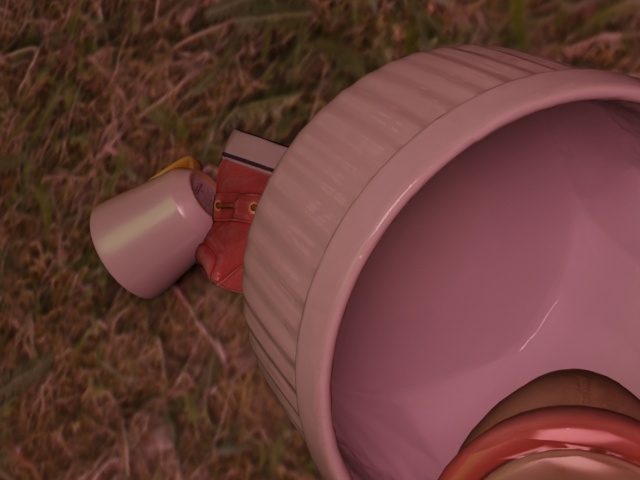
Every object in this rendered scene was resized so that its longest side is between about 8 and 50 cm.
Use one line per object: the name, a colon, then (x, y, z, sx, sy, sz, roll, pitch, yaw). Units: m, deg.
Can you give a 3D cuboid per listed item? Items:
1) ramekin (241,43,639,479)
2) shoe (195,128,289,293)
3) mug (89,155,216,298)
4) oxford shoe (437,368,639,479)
ramekin: (0.067, 0.018, 0.699, 0.109, 0.207, 0.207, 40, 107, 54)
shoe: (0.000, 0.000, 0.870, 0.178, 0.063, 0.081, 22, 95, 52)
mug: (-0.088, -0.016, 0.963, 0.064, 0.062, 0.078, -32, 63, 25)
oxford shoe: (0.080, 0.240, 0.630, 0.140, 0.146, 0.397, 12, 102, 7)
